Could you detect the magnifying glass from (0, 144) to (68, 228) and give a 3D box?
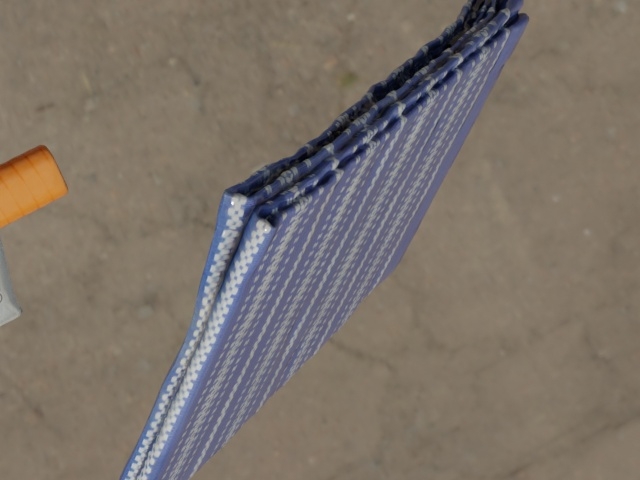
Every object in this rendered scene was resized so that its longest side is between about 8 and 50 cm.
[{"bbox_3d":[-0.231,0.017,0.780,0.231,0.026,0.092,-30,116,-18],"label":"magnifying glass"}]

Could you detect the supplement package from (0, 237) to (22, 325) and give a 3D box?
[{"bbox_3d":[-0.215,-0.037,0.402,0.203,0.149,0.194,-31,124,-37],"label":"supplement package"}]

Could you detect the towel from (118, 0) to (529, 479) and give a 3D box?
[{"bbox_3d":[0.000,0.000,0.900,0.336,0.040,0.243,-42,161,-52],"label":"towel"}]
